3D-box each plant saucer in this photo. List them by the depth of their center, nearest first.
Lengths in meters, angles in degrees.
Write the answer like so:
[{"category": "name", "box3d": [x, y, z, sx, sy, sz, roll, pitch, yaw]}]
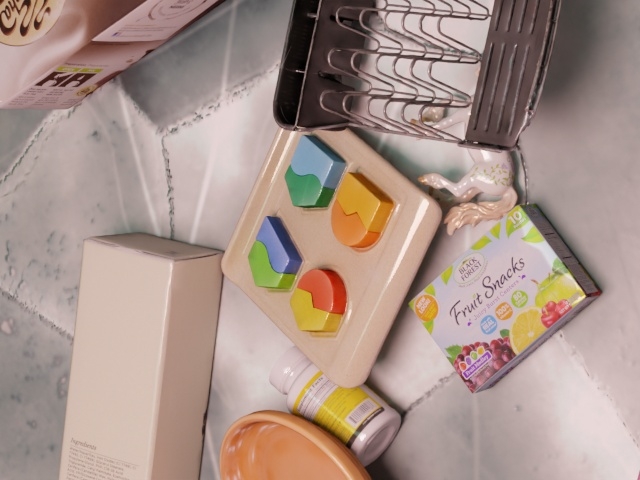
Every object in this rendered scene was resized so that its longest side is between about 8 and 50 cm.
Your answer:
[{"category": "plant saucer", "box3d": [-0.009, 0.237, 1.789, 0.200, 0.037, 0.200, 26, 132, 34]}]

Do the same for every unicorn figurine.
[{"category": "unicorn figurine", "box3d": [0.134, -0.093, 1.705, 0.111, 0.060, 0.162, -10, 103, 23]}]

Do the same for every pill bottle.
[{"category": "pill bottle", "box3d": [0.011, 0.146, 1.790, 0.116, 0.065, 0.065, 40, 113, 23]}]

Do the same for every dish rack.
[{"category": "dish rack", "box3d": [0.084, -0.178, 1.666, 0.271, 0.074, 0.208, 13, 93, 49]}]

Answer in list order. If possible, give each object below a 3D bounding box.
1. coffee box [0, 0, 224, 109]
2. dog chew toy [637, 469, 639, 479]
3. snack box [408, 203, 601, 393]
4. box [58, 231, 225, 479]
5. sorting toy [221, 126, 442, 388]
[{"category": "coffee box", "box3d": [-0.196, -0.263, 1.851, 0.297, 0.119, 0.168, -30, 78, 30]}, {"category": "dog chew toy", "box3d": [0.348, 0.123, 1.512, 0.206, 0.206, 0.332, 4, 88, 31]}, {"category": "snack box", "box3d": [0.157, 0.050, 1.709, 0.141, 0.037, 0.100, -44, 71, 27]}, {"category": "box", "box3d": [-0.171, 0.137, 1.885, 0.113, 0.094, 0.275, 14, 101, 30]}, {"category": "sorting toy", "box3d": [0.000, 0.000, 1.774, 0.208, 0.038, 0.193, 40, 114, 40]}]
